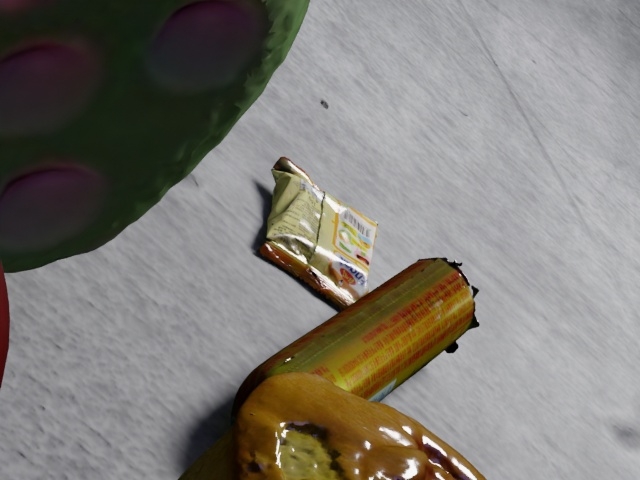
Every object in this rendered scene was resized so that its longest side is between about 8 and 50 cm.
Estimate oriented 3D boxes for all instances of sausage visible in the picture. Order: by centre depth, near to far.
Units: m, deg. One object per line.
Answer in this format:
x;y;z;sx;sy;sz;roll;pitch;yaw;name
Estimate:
0.022;0.089;1.350;0.082;0.082;0.371;48;25;7;sausage

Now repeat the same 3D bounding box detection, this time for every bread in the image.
0.031;0.205;1.087;0.270;0.148;0.270;35;27;-21;bread

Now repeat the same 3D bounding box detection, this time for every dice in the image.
-0.221;-0.191;1.106;0.318;0.330;0.322;22;32;-49;dice

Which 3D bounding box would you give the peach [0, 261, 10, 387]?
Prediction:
-0.256;0.036;0.844;0.243;0.199;0.243;25;31;-17;peach

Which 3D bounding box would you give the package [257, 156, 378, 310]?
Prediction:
0.000;-0.001;1.510;0.108;0.031;0.121;35;32;-19;package
